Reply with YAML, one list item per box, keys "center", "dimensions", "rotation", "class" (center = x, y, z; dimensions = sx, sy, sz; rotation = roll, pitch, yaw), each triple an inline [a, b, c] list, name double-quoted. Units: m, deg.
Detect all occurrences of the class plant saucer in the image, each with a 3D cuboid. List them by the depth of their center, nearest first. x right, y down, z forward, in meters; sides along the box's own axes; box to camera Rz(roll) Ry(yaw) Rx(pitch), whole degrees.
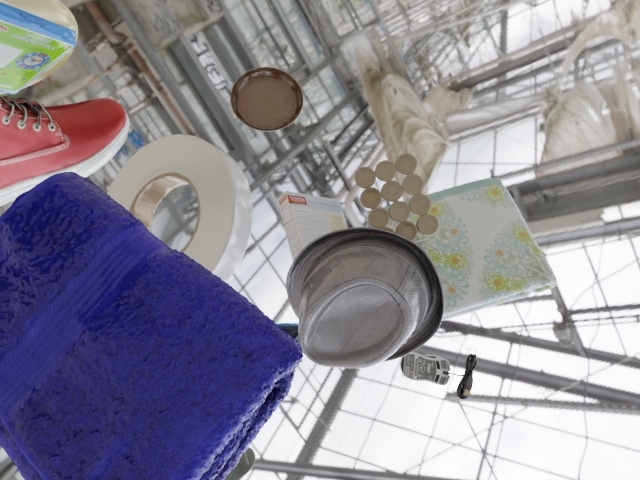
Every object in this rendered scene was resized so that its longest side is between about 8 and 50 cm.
- center: [-0.124, -0.323, 1.250]
  dimensions: [0.168, 0.168, 0.029]
  rotation: [-37, 169, -14]
  class: "plant saucer"

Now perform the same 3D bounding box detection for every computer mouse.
- center: [0.280, 0.307, 1.284]
  dimensions: [0.193, 0.105, 0.042]
  rotation: [5, 179, 41]
  class: "computer mouse"

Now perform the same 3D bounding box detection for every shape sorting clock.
- center: [-0.412, -0.248, 0.680]
  dimensions: [0.206, 0.040, 0.206]
  rotation: [-25, 175, -2]
  class: "shape sorting clock"

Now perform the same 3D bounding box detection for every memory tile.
- center: [0.128, -0.067, 0.916]
  dimensions: [0.113, 0.147, 0.012]
  rotation: [-19, 178, 5]
  class: "memory tile"

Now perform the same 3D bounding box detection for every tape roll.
- center: [-0.328, -0.039, 1.184]
  dimensions: [0.392, 0.391, 0.072]
  rotation: [-22, 160, 21]
  class: "tape roll"

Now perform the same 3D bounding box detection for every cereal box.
- center: [0.000, 0.000, 1.295]
  dimensions: [0.047, 0.173, 0.240]
  rotation: [-41, -125, 41]
  class: "cereal box"

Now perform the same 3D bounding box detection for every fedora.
- center: [0.051, 0.111, 0.818]
  dimensions: [0.275, 0.243, 0.124]
  rotation: [-31, -169, 30]
  class: "fedora"

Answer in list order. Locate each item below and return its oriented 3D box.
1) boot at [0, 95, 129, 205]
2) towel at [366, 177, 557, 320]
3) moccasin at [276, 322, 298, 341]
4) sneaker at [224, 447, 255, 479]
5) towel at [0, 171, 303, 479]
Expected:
- center: [-0.321, -0.137, 0.577]
  dimensions: [0.244, 0.088, 0.176]
  rotation: [-35, 158, -33]
  class: "boot"
- center: [0.333, 0.024, 1.324]
  dimensions: [0.375, 0.090, 0.320]
  rotation: [-16, -118, -2]
  class: "towel"
- center: [-0.144, 0.298, 1.421]
  dimensions: [0.342, 0.137, 0.116]
  rotation: [-9, -124, 10]
  class: "moccasin"
- center: [-0.181, 0.462, 1.021]
  dimensions: [0.152, 0.054, 0.061]
  rotation: [-45, 175, -26]
  class: "sneaker"
- center: [-0.193, 0.093, 0.449]
  dimensions: [0.227, 0.308, 0.076]
  rotation: [-55, 160, -6]
  class: "towel"
